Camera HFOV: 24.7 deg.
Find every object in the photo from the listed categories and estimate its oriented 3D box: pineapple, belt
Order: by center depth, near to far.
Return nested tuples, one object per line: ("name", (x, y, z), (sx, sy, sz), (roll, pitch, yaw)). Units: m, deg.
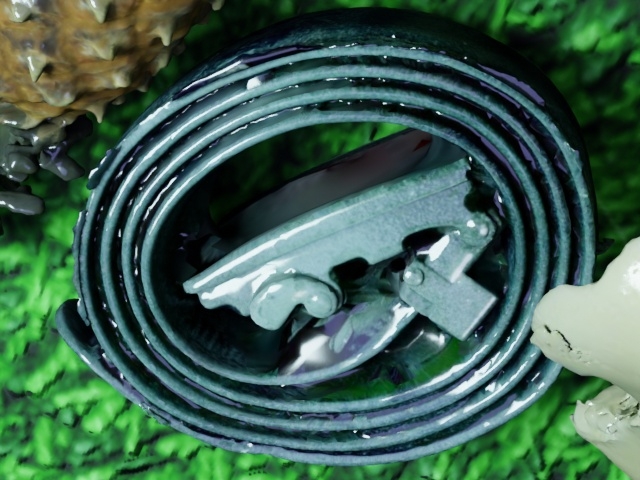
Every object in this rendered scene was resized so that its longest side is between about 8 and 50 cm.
("pineapple", (-0.144, -0.098, 0.673), (0.158, 0.158, 0.279), (36, 126, -7))
("belt", (0.000, 0.000, 0.694), (0.267, 0.116, 0.206), (-12, 107, 11))

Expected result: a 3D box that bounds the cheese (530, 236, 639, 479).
("cheese", (0.211, 0.064, 0.608), (0.233, 0.266, 0.127), (27, 73, 15))
